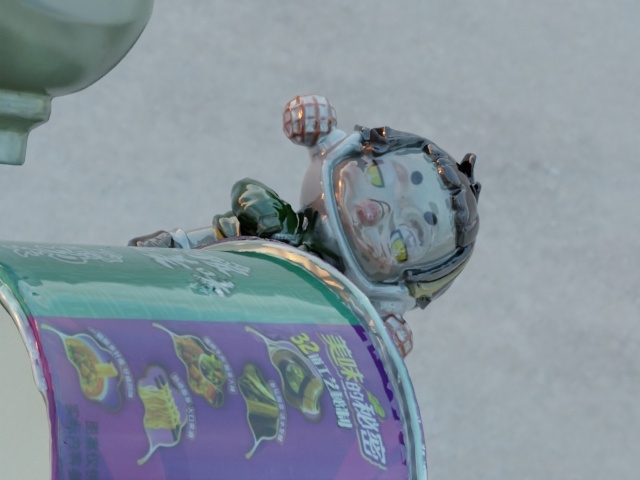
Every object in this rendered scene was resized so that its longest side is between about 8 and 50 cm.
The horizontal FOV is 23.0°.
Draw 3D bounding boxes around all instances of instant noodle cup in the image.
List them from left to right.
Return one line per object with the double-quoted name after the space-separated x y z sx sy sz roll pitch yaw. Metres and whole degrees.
-0.107 0.106 0.680 0.190 0.251 0.251 13 36 -48 "instant noodle cup"

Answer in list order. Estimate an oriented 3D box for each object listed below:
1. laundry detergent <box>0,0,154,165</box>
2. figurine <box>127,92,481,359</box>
-0.126 -0.159 0.658 0.091 0.253 0.181 7 1 20 "laundry detergent"
0.000 0.000 1.536 0.370 0.167 0.281 -17 84 -19 "figurine"
